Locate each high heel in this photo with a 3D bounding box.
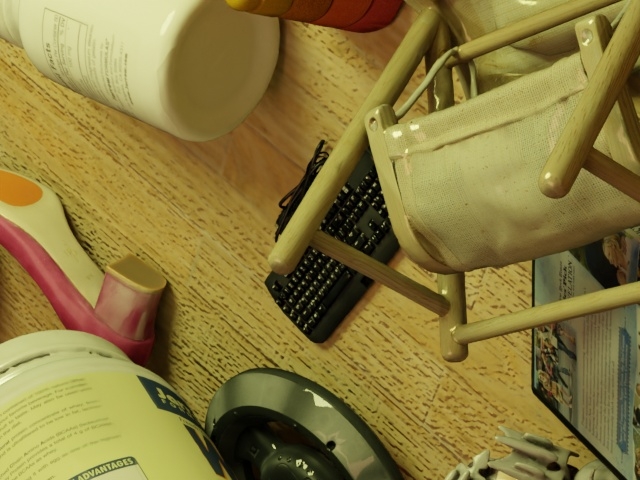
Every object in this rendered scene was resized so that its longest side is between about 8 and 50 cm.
[{"bbox_3d":[-0.242,0.028,1.750,0.244,0.082,0.117,29,120,15],"label":"high heel"}]

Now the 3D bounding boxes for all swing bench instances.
[{"bbox_3d":[0.128,-0.086,1.225,0.165,0.255,0.253,28,152,-31],"label":"swing bench"}]

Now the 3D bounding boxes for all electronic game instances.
[{"bbox_3d":[-0.009,0.207,1.628,0.229,0.048,0.229,26,132,33],"label":"electronic game"}]

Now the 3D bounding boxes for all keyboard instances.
[{"bbox_3d":[0.000,0.000,1.521,0.100,0.038,0.192,50,136,14],"label":"keyboard"}]

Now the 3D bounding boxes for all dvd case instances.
[{"bbox_3d":[0.198,0.071,1.281,0.253,0.022,0.180,-133,37,-59],"label":"dvd case"}]

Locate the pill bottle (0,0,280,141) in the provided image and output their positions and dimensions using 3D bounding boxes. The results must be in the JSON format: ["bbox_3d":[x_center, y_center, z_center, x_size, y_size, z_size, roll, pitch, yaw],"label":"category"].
[{"bbox_3d":[-0.153,-0.169,1.517,0.229,0.131,0.131,25,126,35],"label":"pill bottle"}]

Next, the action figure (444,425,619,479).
[{"bbox_3d":[0.154,0.228,1.428,0.185,0.099,0.285,38,144,1],"label":"action figure"}]

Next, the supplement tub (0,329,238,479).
[{"bbox_3d":[-0.172,0.239,1.570,0.325,0.235,0.235,49,142,49],"label":"supplement tub"}]

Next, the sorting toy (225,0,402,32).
[{"bbox_3d":[-0.100,-0.271,1.415,0.365,0.126,0.127,46,136,17],"label":"sorting toy"}]
